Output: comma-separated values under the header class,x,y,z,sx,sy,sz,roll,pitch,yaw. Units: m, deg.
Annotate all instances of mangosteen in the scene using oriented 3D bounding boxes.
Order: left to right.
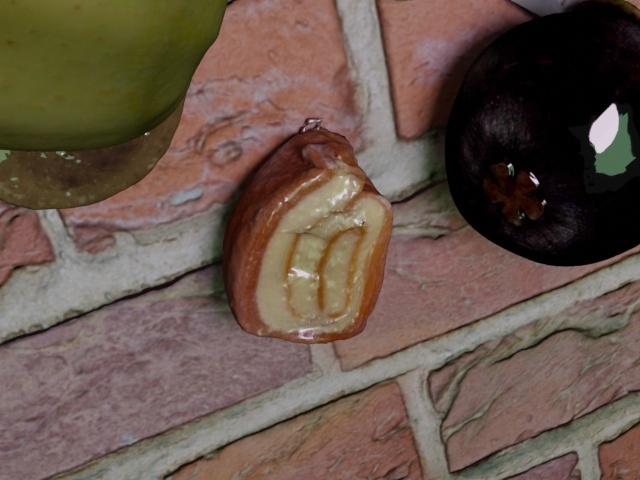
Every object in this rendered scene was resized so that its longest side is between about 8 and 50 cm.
class,x,y,z,sx,sy,sz,roll,pitch,yaw
mangosteen,0.280,-0.122,0.972,0.302,0.275,0.275,-43,132,-36

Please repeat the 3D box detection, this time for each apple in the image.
class,x,y,z,sx,sy,sz,roll,pitch,yaw
apple,-0.220,-0.231,0.646,0.357,0.357,0.357,-9,121,-15

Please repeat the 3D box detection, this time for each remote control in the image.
class,x,y,z,sx,sy,sz,roll,pitch,yaw
remote control,0.278,-0.258,1.010,0.184,0.027,0.050,17,113,-32

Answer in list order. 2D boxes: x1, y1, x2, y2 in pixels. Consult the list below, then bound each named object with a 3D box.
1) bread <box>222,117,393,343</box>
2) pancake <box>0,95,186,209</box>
class,x,y,z,sx,sy,sz,roll,pitch,yaw
bread,-0.012,-0.001,0.992,0.190,0.123,0.244,0,117,-18
pancake,-0.246,-0.134,0.872,0.242,0.050,0.242,-9,120,-16
